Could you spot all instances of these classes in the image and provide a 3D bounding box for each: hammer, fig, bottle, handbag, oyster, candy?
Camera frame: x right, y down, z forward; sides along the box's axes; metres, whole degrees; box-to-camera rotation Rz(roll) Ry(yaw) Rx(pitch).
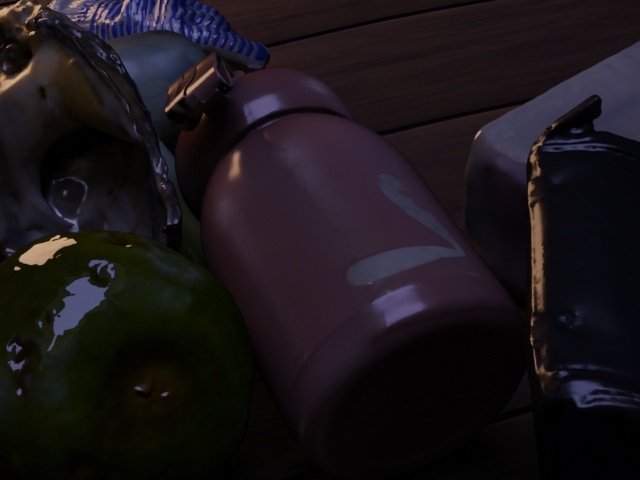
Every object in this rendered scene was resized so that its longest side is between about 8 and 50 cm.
[{"bbox_3d":[-0.135,-0.049,1.392,0.206,0.119,0.335,-20,45,-22],"label":"hammer"},{"bbox_3d":[-0.177,0.084,1.151,0.206,0.206,0.275,-22,17,-27],"label":"fig"},{"bbox_3d":[0.000,0.000,1.176,0.173,0.206,0.297,-38,51,10],"label":"bottle"},{"bbox_3d":[0.224,0.088,1.019,0.178,0.275,0.302,-6,34,11],"label":"handbag"},{"bbox_3d":[-0.183,-0.049,1.291,0.275,0.271,0.100,9,-4,33],"label":"oyster"},{"bbox_3d":[0.304,-0.057,1.348,0.359,0.145,0.208,-30,45,-34],"label":"candy"}]

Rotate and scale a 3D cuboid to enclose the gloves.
[{"bbox_3d":[-0.159,-0.188,1.611,0.229,0.097,0.119,9,66,7],"label":"gloves"}]
